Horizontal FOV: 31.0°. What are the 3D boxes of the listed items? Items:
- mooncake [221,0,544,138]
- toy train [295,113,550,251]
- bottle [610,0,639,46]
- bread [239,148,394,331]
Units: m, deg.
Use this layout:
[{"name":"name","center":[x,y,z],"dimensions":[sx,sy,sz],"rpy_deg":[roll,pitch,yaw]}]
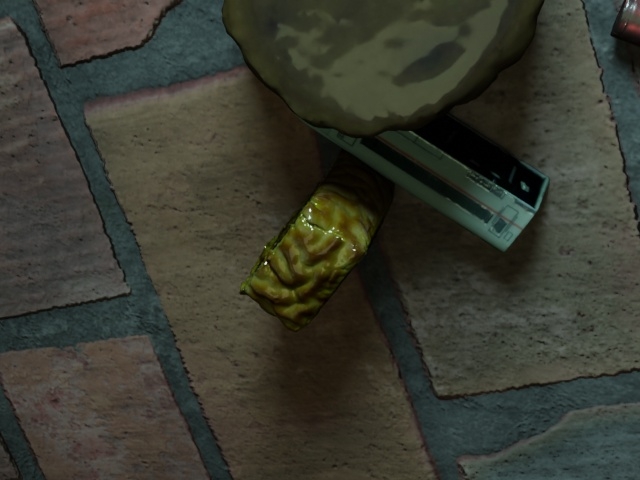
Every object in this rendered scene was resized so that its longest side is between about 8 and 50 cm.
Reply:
[{"name":"mooncake","center":[0.068,-0.268,1.144],"dimensions":[0.323,0.187,0.324],"rpy_deg":[2,100,13]},{"name":"toy train","center":[0.064,-0.135,1.314],"dimensions":[0.407,0.086,0.088],"rpy_deg":[34,128,1]},{"name":"bottle","center":[0.385,-0.205,1.182],"dimensions":[0.164,0.060,0.060],"rpy_deg":[23,121,6]},{"name":"bread","center":[0.000,0.000,1.324],"dimensions":[0.096,0.222,0.181],"rpy_deg":[36,118,-3]}]
